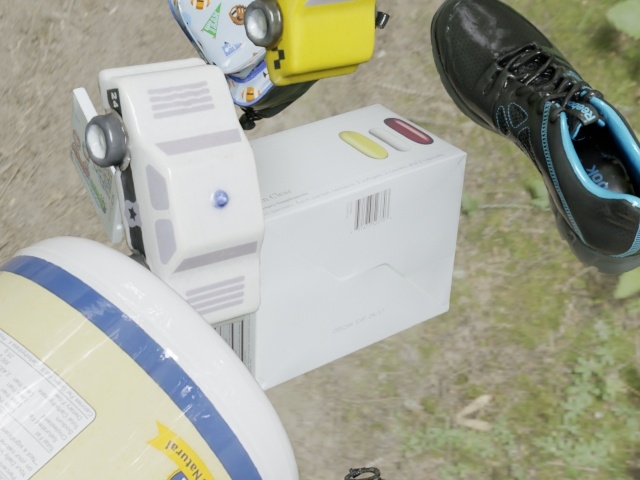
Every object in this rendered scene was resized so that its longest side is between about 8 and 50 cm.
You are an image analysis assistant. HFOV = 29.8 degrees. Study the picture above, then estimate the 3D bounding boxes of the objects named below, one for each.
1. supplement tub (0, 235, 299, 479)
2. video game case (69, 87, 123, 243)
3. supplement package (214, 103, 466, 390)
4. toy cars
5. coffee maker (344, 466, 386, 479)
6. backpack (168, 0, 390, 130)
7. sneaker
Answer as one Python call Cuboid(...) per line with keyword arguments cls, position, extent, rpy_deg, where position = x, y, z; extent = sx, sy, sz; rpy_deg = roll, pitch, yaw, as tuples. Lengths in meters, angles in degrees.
Cuboid(cls="supplement tub", position=(-0.189, 0.172, 0.643), extent=(0.316, 0.228, 0.228), rpy_deg=(-43, 99, -27))
Cuboid(cls="video game case", position=(-0.289, -0.096, 1.560), extent=(0.019, 0.143, 0.157), rpy_deg=(-18, 64, -23))
Cuboid(cls="supplement package", position=(0.000, 0.000, 1.247), extent=(0.262, 0.145, 0.204), rpy_deg=(-20, 128, -33))
Cuboid(cls="toy cars", position=(-0.040, -0.117, 0.815), extent=(0.176, 0.087, 0.393), rpy_deg=(35, 70, -33))
Cuboid(cls="coffee maker", position=(0.066, 0.376, 1.392), extent=(0.171, 0.120, 0.178), rpy_deg=(-31, 105, -54))
Cuboid(cls="backpack", position=(-0.093, -0.343, 1.723), extent=(0.277, 0.213, 0.263), rpy_deg=(-38, 69, 6))
Cuboid(cls="sneaker", position=(0.236, -0.134, 1.195), extent=(0.125, 0.139, 0.340), rpy_deg=(-33, 73, -12))
